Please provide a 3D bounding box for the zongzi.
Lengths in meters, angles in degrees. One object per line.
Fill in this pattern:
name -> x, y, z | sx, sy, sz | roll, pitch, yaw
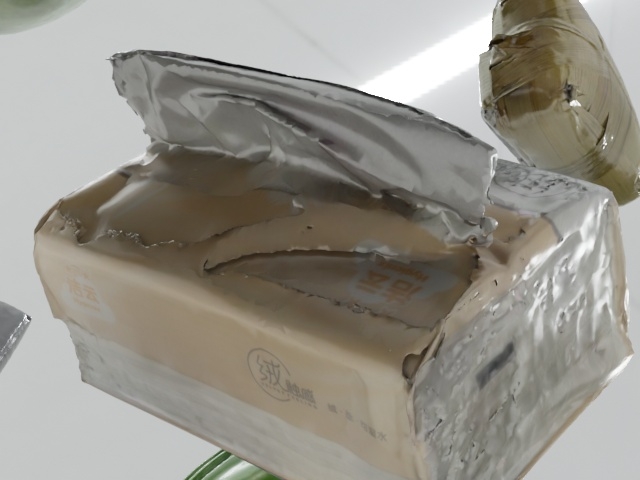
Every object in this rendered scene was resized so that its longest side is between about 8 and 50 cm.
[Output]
zongzi -> 0.202, -0.137, 1.015 | 0.099, 0.194, 0.197 | -15, -128, 28

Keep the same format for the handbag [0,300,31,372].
handbag -> -0.424, 0.186, 1.377 | 0.080, 0.223, 0.247 | 30, -168, -8

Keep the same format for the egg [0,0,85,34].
egg -> -0.224, -0.306, 0.803 | 0.258, 0.258, 0.352 | -1, -99, 8

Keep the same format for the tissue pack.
tissue pack -> 0.000, 0.000, 0.735 | 0.305, 0.238, 0.238 | 18, -128, 39

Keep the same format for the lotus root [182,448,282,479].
lotus root -> -0.082, 0.258, 0.973 | 0.186, 0.186, 0.186 | -4, -133, 5
